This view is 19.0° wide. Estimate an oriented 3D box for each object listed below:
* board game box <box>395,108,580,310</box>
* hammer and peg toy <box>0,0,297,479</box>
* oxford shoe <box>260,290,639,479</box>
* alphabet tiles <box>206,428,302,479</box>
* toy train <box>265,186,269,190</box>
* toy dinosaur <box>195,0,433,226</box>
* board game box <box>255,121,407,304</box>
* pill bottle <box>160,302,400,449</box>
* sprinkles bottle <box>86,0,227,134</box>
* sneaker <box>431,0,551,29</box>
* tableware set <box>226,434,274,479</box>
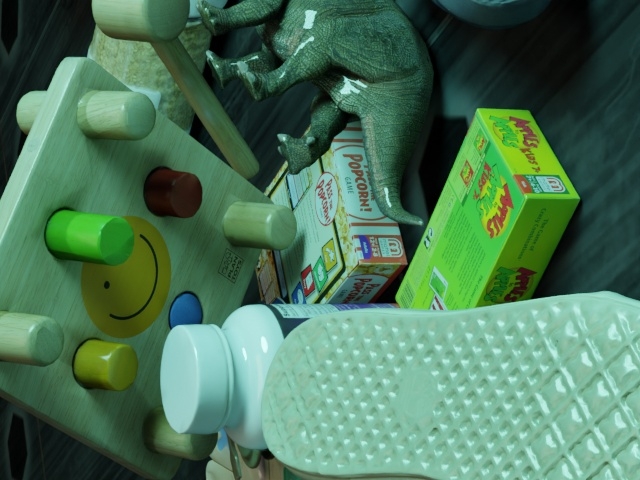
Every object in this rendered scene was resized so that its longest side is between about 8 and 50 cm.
[{"bbox_3d":[0.112,0.008,1.320,0.092,0.043,0.181,-114,34,-42],"label":"board game box"},{"bbox_3d":[-0.131,-0.018,1.483,0.127,0.266,0.361,5,66,41],"label":"hammer and peg toy"},{"bbox_3d":[0.143,0.120,1.169,0.449,0.130,0.169,4,76,51],"label":"oxford shoe"},{"bbox_3d":[-0.036,0.246,1.613,0.278,0.021,0.284,20,115,57],"label":"alphabet tiles"},{"bbox_3d":[-0.037,-0.039,1.684,0.083,0.017,0.024,-39,64,60],"label":"toy train"},{"bbox_3d":[0.010,-0.144,1.427,0.313,0.160,0.121,50,163,39],"label":"toy dinosaur"},{"bbox_3d":[0.000,0.000,1.565,0.193,0.045,0.147,128,136,-54],"label":"board game box"},{"bbox_3d":[-0.015,0.101,1.417,0.108,0.193,0.108,180,90,-66],"label":"pill bottle"},{"bbox_3d":[-0.179,-0.139,1.872,0.121,0.121,0.355,-118,37,-46],"label":"sprinkles bottle"},{"bbox_3d":[0.083,-0.217,1.345,0.319,0.112,0.131,-114,17,-47],"label":"sneaker"},{"bbox_3d":[-0.037,0.192,1.541,0.128,0.039,0.194,127,135,-67],"label":"tableware set"}]
